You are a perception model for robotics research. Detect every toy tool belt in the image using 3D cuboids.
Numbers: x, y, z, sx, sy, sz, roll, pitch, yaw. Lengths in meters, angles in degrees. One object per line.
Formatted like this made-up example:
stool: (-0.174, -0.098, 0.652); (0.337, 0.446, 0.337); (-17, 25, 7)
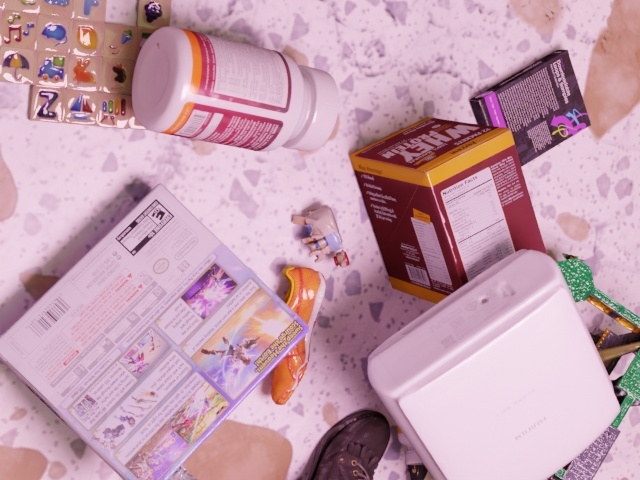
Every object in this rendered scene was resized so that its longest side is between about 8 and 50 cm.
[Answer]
toy tool belt: (0.000, 0.000, 1.726); (0.051, 0.052, 0.083); (-17, 105, 7)

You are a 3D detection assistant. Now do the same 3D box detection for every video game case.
video game case: (-0.191, 0.114, 1.568); (0.244, 0.061, 0.269); (44, 75, 3)

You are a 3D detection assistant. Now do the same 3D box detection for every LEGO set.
LEGO set: (0.327, 0.196, 1.893); (0.255, 0.192, 0.331); (25, 81, 0)

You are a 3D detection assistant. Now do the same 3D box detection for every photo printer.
photo printer: (0.221, 0.187, 1.661); (0.256, 0.107, 0.307); (-34, 131, -3)

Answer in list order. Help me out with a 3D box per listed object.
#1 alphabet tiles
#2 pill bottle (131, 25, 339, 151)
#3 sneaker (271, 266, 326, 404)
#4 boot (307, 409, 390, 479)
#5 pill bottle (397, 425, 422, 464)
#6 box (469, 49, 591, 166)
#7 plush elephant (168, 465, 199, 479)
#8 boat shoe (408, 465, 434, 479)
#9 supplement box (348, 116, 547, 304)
alphabet tiles: (-0.282, -0.230, 1.549); (0.237, 0.009, 0.198); (2, 97, -29)
pill bottle: (-0.096, -0.169, 1.594); (0.221, 0.121, 0.121); (9, 94, -35)
sneaker: (-0.042, 0.118, 1.718); (0.067, 0.064, 0.175); (12, 87, -10)
boot: (0.068, 0.319, 1.690); (0.263, 0.229, 0.091); (-50, 117, -30)
pill bottle: (0.132, 0.234, 1.801); (0.065, 0.065, 0.116); (5, 74, -30)
box: (0.286, -0.173, 1.863); (0.162, 0.029, 0.116); (-30, 112, -21)
plush elephant: (-0.155, 0.434, 1.587); (0.330, 0.272, 0.255); (42, 62, 0)
boat shoe: (0.141, 0.305, 1.853); (0.049, 0.042, 0.133); (3, 98, -55)
supplement box: (0.160, -0.036, 1.720); (0.129, 0.191, 0.194); (-27, 110, -22)
